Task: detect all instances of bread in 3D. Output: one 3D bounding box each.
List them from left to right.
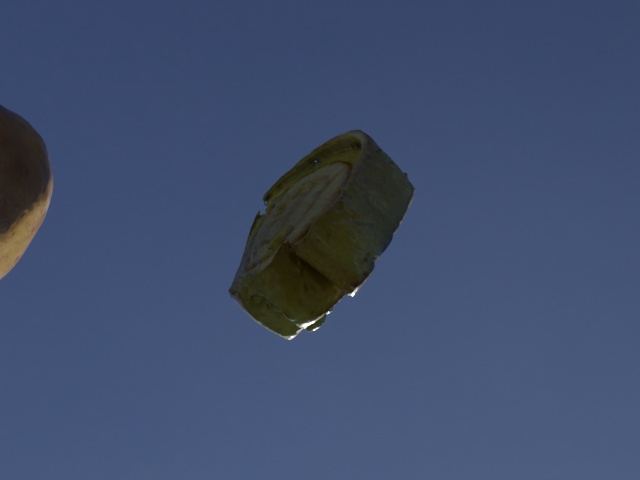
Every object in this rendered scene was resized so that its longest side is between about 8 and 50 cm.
[{"bbox_3d":[0.000,0.000,1.136,0.064,0.156,0.117,41,-45,-17],"label":"bread"}]

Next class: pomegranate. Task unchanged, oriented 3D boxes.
[{"bbox_3d":[-0.315,-0.034,1.413,0.196,0.196,0.196,1,-88,23],"label":"pomegranate"}]
